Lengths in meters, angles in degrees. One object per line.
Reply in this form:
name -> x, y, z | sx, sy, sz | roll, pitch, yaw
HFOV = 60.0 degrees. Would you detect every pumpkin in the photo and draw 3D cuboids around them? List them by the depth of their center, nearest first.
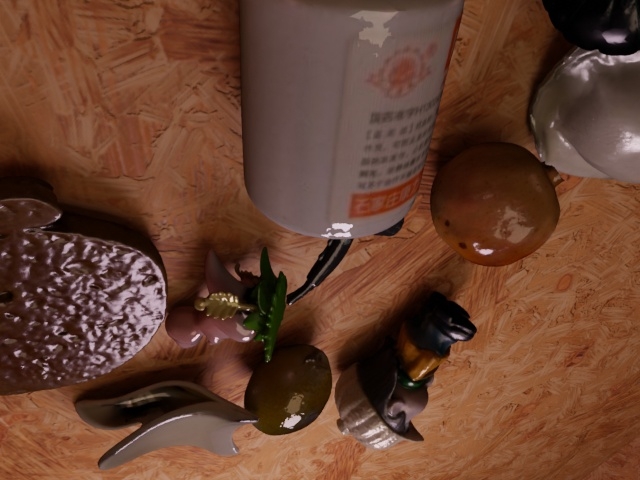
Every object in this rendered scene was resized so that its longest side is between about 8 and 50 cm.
pumpkin -> 0.342, -0.304, 0.616 | 0.194, 0.194, 0.150 | -33, 157, 6

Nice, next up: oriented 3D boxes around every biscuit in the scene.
biscuit -> -0.389, 0.064, 0.688 | 0.394, 0.070, 0.351 | 8, 125, -33

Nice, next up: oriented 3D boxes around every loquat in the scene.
loquat -> -0.054, 0.262, 0.989 | 0.152, 0.152, 0.195 | 23, 125, -40

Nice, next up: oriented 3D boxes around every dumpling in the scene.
dumpling -> 0.454, -0.174, 0.821 | 0.260, 0.182, 0.341 | -3, 176, 28

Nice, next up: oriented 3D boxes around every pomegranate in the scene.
pomegranate -> 0.255, -0.056, 0.816 | 0.191, 0.191, 0.191 | -14, 136, -14

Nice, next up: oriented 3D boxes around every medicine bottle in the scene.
medicine bottle -> 0.026, -0.199, 0.539 | 0.210, 0.211, 0.372 | -10, 135, -18

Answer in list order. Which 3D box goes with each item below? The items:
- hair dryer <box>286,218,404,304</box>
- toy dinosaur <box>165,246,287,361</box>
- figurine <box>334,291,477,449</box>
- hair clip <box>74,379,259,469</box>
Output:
hair dryer -> 0.000, 0.000, 0.792 | 0.195, 0.075, 0.219 | 27, 101, -31
toy dinosaur -> -0.143, 0.089, 0.820 | 0.176, 0.152, 0.194 | 9, 140, 4
figurine -> 0.149, 0.251, 1.082 | 0.204, 0.185, 0.333 | 18, 107, 0
hair clip -> -0.268, 0.314, 0.955 | 0.281, 0.113, 0.173 | -2, 143, -25
